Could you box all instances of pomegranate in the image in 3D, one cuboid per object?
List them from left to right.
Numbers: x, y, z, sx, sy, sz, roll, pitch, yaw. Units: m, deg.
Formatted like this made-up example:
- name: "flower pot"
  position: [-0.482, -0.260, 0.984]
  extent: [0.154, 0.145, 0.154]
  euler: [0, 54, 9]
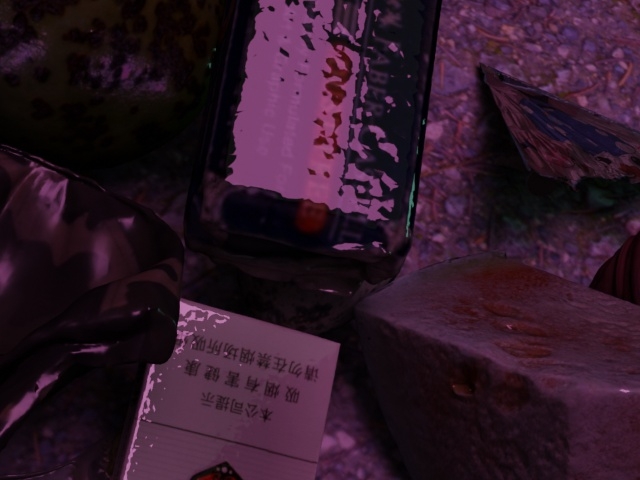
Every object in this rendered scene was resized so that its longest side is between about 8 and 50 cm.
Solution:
- name: "pomegranate"
  position: [-0.179, -0.186, 0.936]
  extent: [0.254, 0.270, 0.254]
  euler: [38, 22, -19]

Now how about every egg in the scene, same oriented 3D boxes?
- name: "egg"
  position: [0.000, 0.000, 0.957]
  extent: [0.132, 0.132, 0.172]
  euler: [31, 64, 0]

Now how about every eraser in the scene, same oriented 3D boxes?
- name: "eraser"
  position: [0.005, -0.134, 0.876]
  extent: [0.155, 0.101, 0.332]
  euler: [13, 71, -12]

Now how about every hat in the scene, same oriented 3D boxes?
- name: "hat"
  position: [-0.294, 0.100, 0.783]
  extent: [0.366, 0.257, 0.382]
  euler: [26, 88, 18]

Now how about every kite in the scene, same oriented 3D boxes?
- name: "kite"
  position: [0.272, -0.074, 1.119]
  extent: [0.406, 0.014, 0.368]
  euler: [-3, 35, -48]

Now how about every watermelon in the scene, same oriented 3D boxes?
- name: "watermelon"
  position: [0.212, 0.141, 0.866]
  extent: [0.228, 0.258, 0.387]
  euler: [-32, 78, -32]

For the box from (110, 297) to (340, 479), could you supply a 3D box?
- name: "box"
  position: [-0.073, 0.170, 0.815]
  extent: [0.139, 0.035, 0.245]
  euler: [19, 71, -19]

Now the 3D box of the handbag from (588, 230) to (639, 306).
- name: "handbag"
  position: [0.330, 0.091, 1.027]
  extent: [0.225, 0.135, 0.146]
  euler: [31, 45, 3]

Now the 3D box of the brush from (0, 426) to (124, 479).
- name: "brush"
  position: [-0.144, 0.156, 0.838]
  extent: [0.297, 0.060, 0.068]
  euler: [-11, 65, -28]

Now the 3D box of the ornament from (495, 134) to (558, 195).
- name: "ornament"
  position: [0.199, -0.075, 1.143]
  extent: [0.068, 0.041, 0.092]
  euler: [-3, 42, -33]
